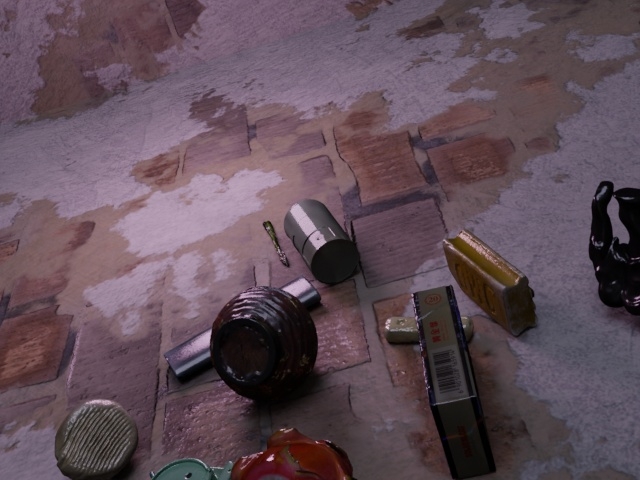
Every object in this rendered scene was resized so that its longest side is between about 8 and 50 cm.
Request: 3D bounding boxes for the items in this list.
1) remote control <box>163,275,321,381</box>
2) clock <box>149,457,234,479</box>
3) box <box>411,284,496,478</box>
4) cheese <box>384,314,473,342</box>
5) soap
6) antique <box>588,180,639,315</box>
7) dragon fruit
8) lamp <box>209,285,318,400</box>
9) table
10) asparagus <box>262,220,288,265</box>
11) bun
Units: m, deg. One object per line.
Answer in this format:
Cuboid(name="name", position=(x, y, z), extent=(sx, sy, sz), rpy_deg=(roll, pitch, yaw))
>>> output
Cuboid(name="remote control", position=(-0.180, 0.201, 2.042), extent=(0.377, 0.044, 0.107), rpy_deg=(-29, 39, -14))
Cuboid(name="clock", position=(-0.264, 0.482, 1.662), extent=(0.210, 0.066, 0.159), rpy_deg=(0, 37, 28))
Cuboid(name="box", position=(0.242, 0.253, 1.617), extent=(0.084, 0.198, 0.310), rpy_deg=(-14, 34, 9))
Cuboid(name="cheese", position=(0.227, 0.187, 1.862), extent=(0.194, 0.043, 0.065), rpy_deg=(-5, 31, 24))
Cuboid(name="soap", position=(0.355, 0.085, 1.852), extent=(0.073, 0.140, 0.232), rpy_deg=(-27, 34, -12))
Cuboid(name="antique", position=(0.678, 0.020, 1.691), extent=(0.322, 0.255, 0.185), rpy_deg=(11, 28, 23))
Cuboid(name="dragon fruit", position=(-0.039, 0.432, 1.493), extent=(0.224, 0.227, 0.224), rpy_deg=(-6, 70, 18))
Cuboid(name="lamp", position=(-0.117, 0.214, 1.836), extent=(0.247, 0.247, 0.247), rpy_deg=(-13, 34, 9))
Cuboid(name="table", position=(0.000, 0.000, 2.165), extent=(0.126, 0.126, 0.220), rpy_deg=(-25, 34, -8))
Cuboid(name="asparagus", position=(-0.118, 0.004, 2.314), extent=(0.022, 0.023, 0.233), rpy_deg=(-61, 28, 19))
Cuboid(name="bun", position=(-0.466, 0.418, 1.807), extent=(0.173, 0.113, 0.167), rpy_deg=(-26, 73, -29))
